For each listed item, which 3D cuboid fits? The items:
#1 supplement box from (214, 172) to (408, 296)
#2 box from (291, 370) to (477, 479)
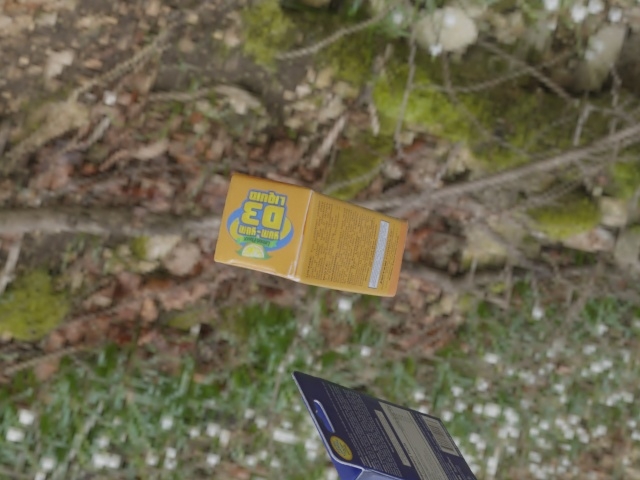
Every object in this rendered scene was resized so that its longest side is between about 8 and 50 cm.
[{"bbox_3d":[0.000,0.000,1.004,0.078,0.080,0.233,12,-179,23],"label":"supplement box"},{"bbox_3d":[0.066,0.214,1.225,0.225,0.036,0.136,25,-158,-36],"label":"box"}]
